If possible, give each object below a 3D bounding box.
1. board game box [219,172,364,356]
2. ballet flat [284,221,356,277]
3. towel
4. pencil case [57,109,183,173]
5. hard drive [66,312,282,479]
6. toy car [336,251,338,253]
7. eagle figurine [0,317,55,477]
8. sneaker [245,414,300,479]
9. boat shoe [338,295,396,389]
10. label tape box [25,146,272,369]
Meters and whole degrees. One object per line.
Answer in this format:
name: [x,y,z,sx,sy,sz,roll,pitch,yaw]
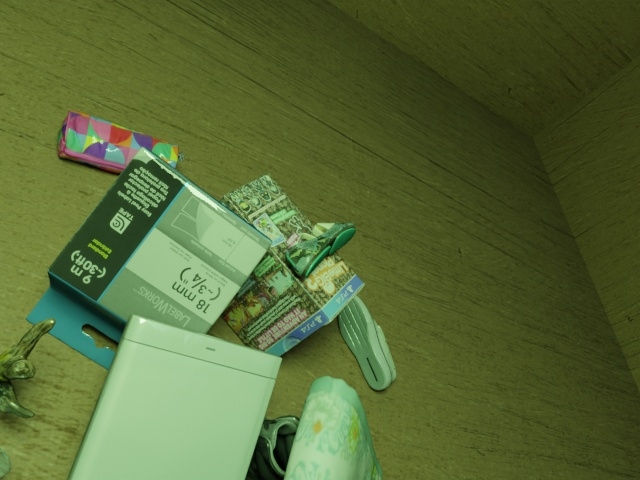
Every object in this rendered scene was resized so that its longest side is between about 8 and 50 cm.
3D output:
board game box: [-0.105,0.061,0.987,0.291,0.232,0.141,50,40,2]
ballet flat: [0.000,0.000,0.905,0.070,0.070,0.188,50,36,3]
towel: [0.025,0.441,0.763,0.321,0.090,0.375,-75,154,-45]
pencil case: [-0.404,-0.182,1.025,0.236,0.104,0.105,15,50,-31]
hard drive: [-0.213,0.305,0.702,0.233,0.047,0.353,23,78,-24]
toy car: [-0.053,0.036,1.190,0.239,0.053,0.225,45,40,-3]
eagle figurine: [-0.506,0.174,0.571,0.225,0.226,0.298,24,11,28]
sneaker: [-0.119,0.304,0.842,0.269,0.153,0.101,53,40,6]
boat shoe: [0.109,0.232,1.171,0.075,0.083,0.226,-3,72,-56]
label tape box: [-0.268,0.064,0.781,0.240,0.334,0.106,37,-3,-12]
